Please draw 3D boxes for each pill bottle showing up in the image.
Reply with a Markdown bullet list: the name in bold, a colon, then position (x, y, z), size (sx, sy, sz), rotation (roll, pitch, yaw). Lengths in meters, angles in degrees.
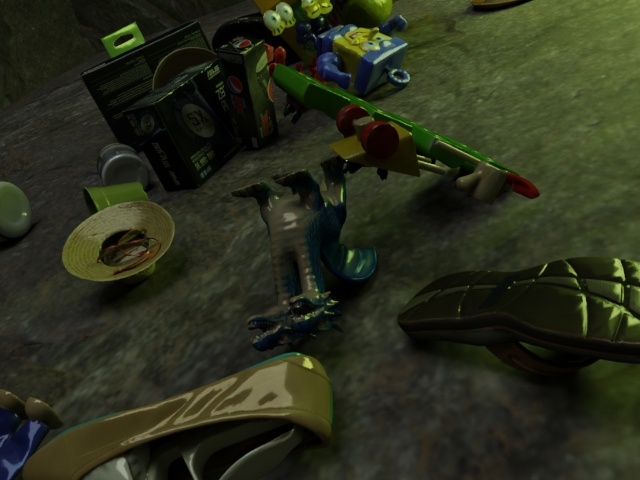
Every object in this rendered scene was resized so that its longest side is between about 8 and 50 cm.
- **pill bottle**: position (-0.617, -0.033, 1.103), size (0.184, 0.103, 0.103), rotation (-15, 29, 15)
- **pill bottle**: position (-0.348, -0.126, 1.086), size (0.078, 0.078, 0.137), rotation (-30, 28, -12)

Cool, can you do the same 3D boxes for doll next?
- **doll**: position (-0.295, 0.209, 0.489), size (0.129, 0.046, 0.189), rotation (5, 44, 28)

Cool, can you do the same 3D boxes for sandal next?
- **sandal**: position (0.141, 0.059, 0.416), size (0.090, 0.060, 0.219), rotation (-37, 15, -36)

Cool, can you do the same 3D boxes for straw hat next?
- **straw hat**: position (-0.236, 0.020, 0.762), size (0.145, 0.061, 0.144), rotation (-8, 44, 8)

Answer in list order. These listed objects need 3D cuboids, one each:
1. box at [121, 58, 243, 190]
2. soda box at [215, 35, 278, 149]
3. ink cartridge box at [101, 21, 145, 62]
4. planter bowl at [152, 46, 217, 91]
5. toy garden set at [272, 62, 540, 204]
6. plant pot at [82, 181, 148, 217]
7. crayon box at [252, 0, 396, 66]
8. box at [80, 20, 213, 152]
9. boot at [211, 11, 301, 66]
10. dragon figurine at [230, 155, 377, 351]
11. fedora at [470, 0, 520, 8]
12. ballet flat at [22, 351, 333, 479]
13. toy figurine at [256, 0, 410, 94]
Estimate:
- **box**: position (-0.209, -0.191, 1.019), size (0.078, 0.147, 0.180), rotation (-4, 33, 34)
- **soda box**: position (-0.114, -0.234, 0.993), size (0.053, 0.168, 0.060), rotation (19, 47, 26)
- **ink cartridge box**: position (-0.468, -0.422, 1.557), size (0.062, 0.209, 0.109), rotation (11, 43, 46)
- **planter bowl**: position (-0.251, -0.285, 1.230), size (0.162, 0.162, 0.109), rotation (-32, 8, -16)
- **toy garden set**: position (0.084, -0.080, 0.578), size (0.049, 0.244, 0.204), rotation (-65, 27, 15)
- **plant pot**: position (-0.303, -0.053, 0.937), size (0.079, 0.083, 0.083), rotation (-23, 24, -27)
- **crayon box**: position (0.036, -0.504, 1.184), size (0.313, 0.106, 0.363), rotation (-34, -5, 10)
- **box**: position (-0.339, -0.322, 1.311), size (0.261, 0.184, 0.103), rotation (-29, 25, -11)
- **boot**: position (-0.076, -0.535, 1.534), size (0.348, 0.131, 0.260), rotation (-5, 38, 12)
- **dragon figurine**: position (0.000, 0.000, 0.588), size (0.085, 0.144, 0.289), rotation (-13, 10, 22)
- **fedora**: position (0.387, -0.529, 1.231), size (0.194, 0.079, 0.194), rotation (-19, 28, 10)
- **ballet flat**: position (-0.100, 0.146, 0.424), size (0.232, 0.080, 0.073), rotation (-23, 42, 3)
- **toy figurine**: position (0.073, -0.310, 1.084), size (0.217, 0.191, 0.362), rotation (33, 47, 23)
